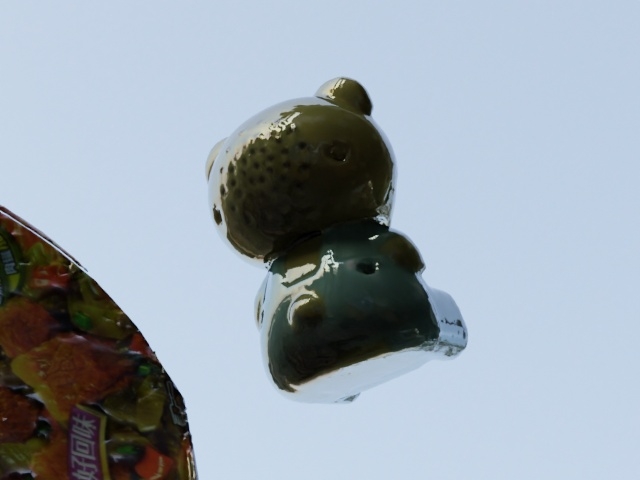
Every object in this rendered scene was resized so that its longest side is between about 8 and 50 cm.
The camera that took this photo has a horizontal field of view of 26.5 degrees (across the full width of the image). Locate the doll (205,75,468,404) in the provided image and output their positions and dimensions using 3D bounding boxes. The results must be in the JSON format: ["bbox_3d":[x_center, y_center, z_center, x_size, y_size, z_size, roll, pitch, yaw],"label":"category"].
[{"bbox_3d":[0.000,0.000,1.185,0.177,0.161,0.260,-26,-110,26],"label":"doll"}]

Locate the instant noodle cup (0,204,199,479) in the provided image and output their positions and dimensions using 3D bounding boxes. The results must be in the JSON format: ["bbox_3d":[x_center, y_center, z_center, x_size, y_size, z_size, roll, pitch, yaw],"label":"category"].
[{"bbox_3d":[-0.188,0.110,0.436,0.251,0.251,0.190,33,-59,6],"label":"instant noodle cup"}]
